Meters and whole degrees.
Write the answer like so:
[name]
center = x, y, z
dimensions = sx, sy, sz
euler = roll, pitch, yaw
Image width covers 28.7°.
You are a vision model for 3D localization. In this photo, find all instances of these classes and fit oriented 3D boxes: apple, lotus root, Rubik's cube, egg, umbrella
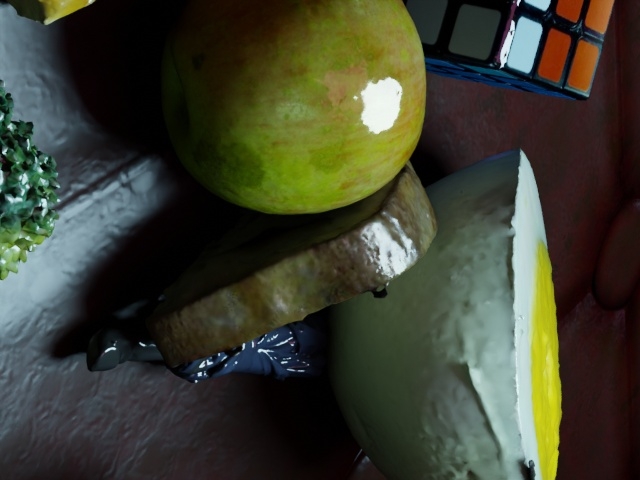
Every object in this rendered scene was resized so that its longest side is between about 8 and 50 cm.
[apple]
center = -0.023, -0.110, 0.877
dimensions = 0.196, 0.196, 0.196
euler = -23, 122, -43
[lotus root]
center = 0.000, 0.000, 0.958
dimensions = 0.261, 0.170, 0.074
euler = -49, 122, -52
[Rubik's cube]
center = 0.143, -0.216, 1.053
dimensions = 0.160, 0.162, 0.163
euler = 7, 101, -52
[egg]
center = 0.104, 0.088, 1.099
dimensions = 0.337, 0.201, 0.337
euler = -4, 90, -78
[umbrella]
center = -0.082, 0.077, 0.988
dimensions = 0.248, 0.071, 0.071
euler = 8, 99, -47

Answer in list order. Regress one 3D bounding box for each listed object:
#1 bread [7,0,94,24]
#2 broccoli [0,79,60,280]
[bread]
center = -0.163, -0.238, 0.750
dimensions = 0.125, 0.068, 0.188
euler = -44, 134, -30
[broccoli]
center = -0.250, -0.031, 0.680
dimensions = 0.194, 0.219, 0.194
euler = -164, -90, -87
